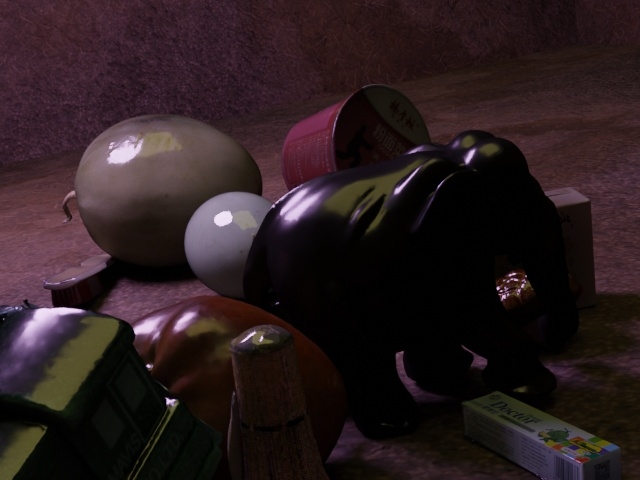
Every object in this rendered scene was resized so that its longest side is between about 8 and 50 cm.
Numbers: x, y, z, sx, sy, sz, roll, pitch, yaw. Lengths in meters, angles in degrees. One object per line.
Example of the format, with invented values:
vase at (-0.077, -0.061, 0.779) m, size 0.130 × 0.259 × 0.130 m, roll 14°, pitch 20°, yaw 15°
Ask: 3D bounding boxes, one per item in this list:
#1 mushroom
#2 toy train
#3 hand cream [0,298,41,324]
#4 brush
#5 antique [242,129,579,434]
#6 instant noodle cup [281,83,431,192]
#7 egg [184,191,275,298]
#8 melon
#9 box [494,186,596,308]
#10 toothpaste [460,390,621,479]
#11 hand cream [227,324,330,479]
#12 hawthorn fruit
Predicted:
mushroom at (0.223, 0.071, 1.139) m, size 0.126 × 0.085 × 0.109 m, roll -25°, pitch 20°, yaw -4°
toy train at (-0.194, 0.191, 0.645) m, size 0.138 × 0.178 × 0.330 m, roll 0°, pitch 40°, yaw 28°
hand cream at (-0.538, 0.111, 1.515) m, size 0.247 × 0.052 × 0.075 m, roll -9°, pitch 16°, yaw 0°
brush at (-0.360, 0.057, 1.638) m, size 0.060 × 0.050 × 0.321 m, roll -11°, pitch 7°, yaw 4°
antique at (0.086, 0.036, 1.011) m, size 0.322 × 0.255 × 0.185 m, roll -11°, pitch 13°, yaw -2°
instant noodle cup at (0.054, -0.142, 1.801) m, size 0.234 × 0.235 × 0.178 m, roll -22°, pitch 11°, yaw -39°
egg at (-0.111, 0.008, 1.453) m, size 0.149 × 0.149 × 0.192 m, roll -17°, pitch 24°, yaw -28°
melon at (-0.249, -0.080, 1.674) m, size 0.308 × 0.272 × 0.272 m, roll -6°, pitch 13°, yaw -20°
box at (0.216, 0.025, 1.212) m, size 0.201 × 0.141 × 0.058 m, roll -12°, pitch 20°, yaw -6°
toothpaste at (0.185, 0.173, 0.887) m, size 0.046 × 0.034 × 0.164 m, roll -13°, pitch 15°, yaw -26°
hand cream at (-0.027, 0.157, 0.742) m, size 0.084 × 0.203 × 0.084 m, roll -8°, pitch 16°, yaw 2°
hawthorn fruit at (-0.064, 0.147, 0.894) m, size 0.199 × 0.199 × 0.251 m, roll 4°, pitch -9°, yaw 42°
